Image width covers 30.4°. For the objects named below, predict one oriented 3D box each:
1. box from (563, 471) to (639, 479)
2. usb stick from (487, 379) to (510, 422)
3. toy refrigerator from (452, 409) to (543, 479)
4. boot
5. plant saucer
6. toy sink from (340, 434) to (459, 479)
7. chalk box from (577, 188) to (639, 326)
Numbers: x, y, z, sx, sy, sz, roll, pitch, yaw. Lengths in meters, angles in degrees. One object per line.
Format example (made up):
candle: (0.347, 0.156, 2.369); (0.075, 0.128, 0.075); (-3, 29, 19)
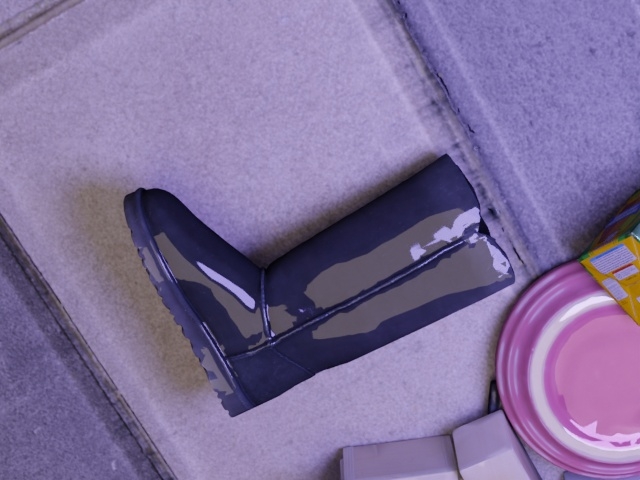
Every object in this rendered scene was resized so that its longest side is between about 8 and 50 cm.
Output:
box: (0.470, 0.410, 1.739); (0.181, 0.182, 0.119); (-19, 107, 11)
usb stick: (0.392, 0.248, 1.765); (0.278, 0.045, 0.077); (4, 109, 4)
toy refrigerator: (0.293, 0.395, 1.766); (0.094, 0.102, 0.269); (-25, 115, 12)
boot: (0.001, 0.002, 1.643); (0.445, 0.146, 0.367); (-26, 106, 7)
plant saucer: (0.420, 0.187, 1.691); (0.332, 0.084, 0.332); (0, 96, 3)
toy sink: (0.096, 0.401, 1.794); (0.234, 0.131, 0.152); (-9, 107, 3)
chalk box: (0.481, -0.010, 1.600); (0.132, 0.132, 0.213); (46, 61, -1)
